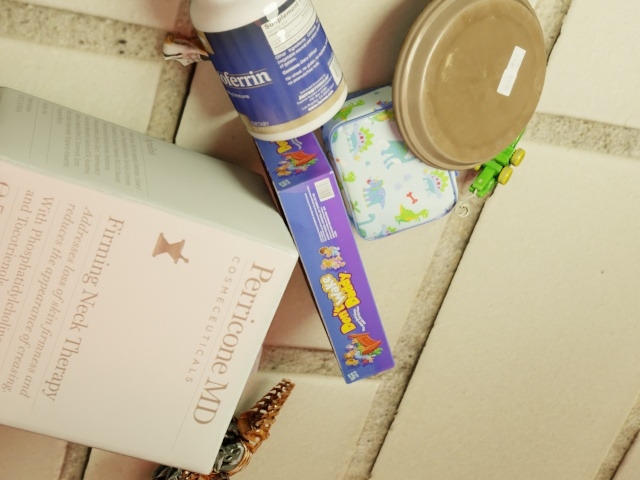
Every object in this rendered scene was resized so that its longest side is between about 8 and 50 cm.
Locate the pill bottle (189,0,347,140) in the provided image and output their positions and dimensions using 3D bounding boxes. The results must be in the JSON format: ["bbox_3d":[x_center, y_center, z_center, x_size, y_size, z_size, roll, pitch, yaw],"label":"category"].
[{"bbox_3d":[-0.078,-0.274,1.512,0.153,0.153,0.264,-26,124,1],"label":"pill bottle"}]

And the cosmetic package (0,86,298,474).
[{"bbox_3d":[-0.286,0.044,1.502,0.394,0.327,0.329,18,106,-17],"label":"cosmetic package"}]

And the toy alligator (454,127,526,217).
[{"bbox_3d":[0.254,-0.097,1.749,0.189,0.056,0.051,-53,161,-19],"label":"toy alligator"}]

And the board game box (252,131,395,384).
[{"bbox_3d":[0.000,0.000,1.658,0.078,0.233,0.347,-21,124,-2],"label":"board game box"}]

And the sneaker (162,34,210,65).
[{"bbox_3d":[-0.173,-0.254,1.576,0.083,0.032,0.037,11,132,-16],"label":"sneaker"}]

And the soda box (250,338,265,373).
[{"bbox_3d":[-0.115,0.120,1.809,0.063,0.058,0.183,5,121,-18],"label":"soda box"}]

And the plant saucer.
[{"bbox_3d":[0.220,-0.227,1.631,0.278,0.041,0.277,-15,117,-32],"label":"plant saucer"}]

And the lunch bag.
[{"bbox_3d":[0.104,-0.117,1.699,0.176,0.090,0.219,-20,124,-2],"label":"lunch bag"}]

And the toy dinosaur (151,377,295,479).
[{"bbox_3d":[-0.183,0.324,1.895,0.322,0.164,0.218,-54,136,-2],"label":"toy dinosaur"}]
